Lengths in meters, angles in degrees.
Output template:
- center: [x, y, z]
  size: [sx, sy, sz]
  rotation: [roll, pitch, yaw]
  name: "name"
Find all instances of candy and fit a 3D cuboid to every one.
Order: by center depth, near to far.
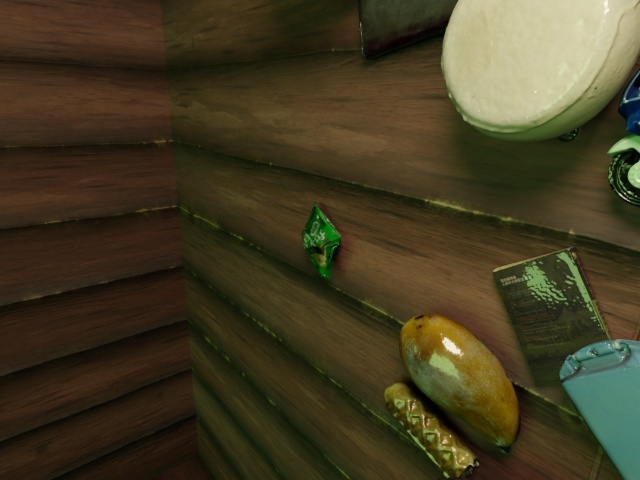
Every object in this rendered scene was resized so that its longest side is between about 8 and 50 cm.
- center: [0.002, 0.001, 1.232]
  size: [0.141, 0.078, 0.203]
  rotation: [-55, 46, 32]
  name: "candy"

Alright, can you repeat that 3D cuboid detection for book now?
- center: [0.429, 0.142, 0.768]
  size: [0.160, 0.024, 0.229]
  rotation: [-29, 78, 51]
  name: "book"

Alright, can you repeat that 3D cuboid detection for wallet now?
- center: [0.201, -0.496, 0.853]
  size: [0.317, 0.045, 0.173]
  rotation: [8, 108, 49]
  name: "wallet"

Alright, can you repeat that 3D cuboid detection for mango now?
- center: [0.296, 0.293, 0.889]
  size: [0.316, 0.146, 0.193]
  rotation: [51, 144, 20]
  name: "mango"

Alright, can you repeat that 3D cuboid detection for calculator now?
- center: [0.519, 0.295, 0.658]
  size: [0.173, 0.051, 0.293]
  rotation: [-42, 73, 46]
  name: "calculator"

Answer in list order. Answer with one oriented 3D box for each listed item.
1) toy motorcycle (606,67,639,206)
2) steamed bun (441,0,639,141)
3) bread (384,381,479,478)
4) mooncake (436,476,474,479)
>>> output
- center: [0.512, -0.165, 0.499]
  size: [0.331, 0.125, 0.197]
  rotation: [-25, 82, 56]
  name: "toy motorcycle"
- center: [0.334, -0.291, 0.634]
  size: [0.282, 0.177, 0.284]
  rotation: [13, 106, 53]
  name: "steamed bun"
- center: [0.261, 0.462, 1.028]
  size: [0.087, 0.098, 0.269]
  rotation: [-47, 53, -1]
  name: "bread"
- center: [0.357, 0.653, 0.825]
  size: [0.380, 0.212, 0.351]
  rotation: [-9, 116, 48]
  name: "mooncake"
